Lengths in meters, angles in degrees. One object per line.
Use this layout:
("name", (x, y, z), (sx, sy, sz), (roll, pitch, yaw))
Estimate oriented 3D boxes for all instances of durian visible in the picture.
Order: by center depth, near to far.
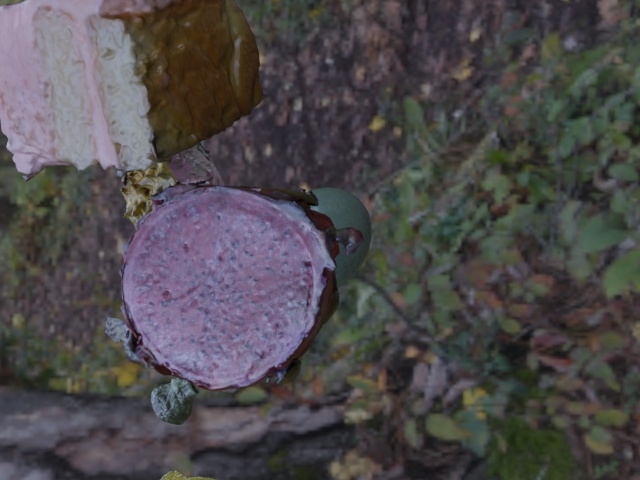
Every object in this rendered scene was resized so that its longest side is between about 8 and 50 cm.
("durian", (-0.290, -0.070, 2.202), (0.196, 0.305, 0.185), (-28, 23, 20))

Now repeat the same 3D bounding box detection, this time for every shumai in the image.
("shumai", (-0.257, 0.286, 2.052), (0.080, 0.082, 0.083), (-39, 84, 41))

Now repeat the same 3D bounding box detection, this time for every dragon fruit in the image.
("dragon fruit", (-0.101, 0.064, 1.576), (0.263, 0.314, 0.296), (6, -87, -83))

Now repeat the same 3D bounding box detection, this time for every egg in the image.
("egg", (0.000, 0.000, 1.984), (0.236, 0.169, 0.169), (-51, -16, -51))

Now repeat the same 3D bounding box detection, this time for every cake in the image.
("cake", (-0.302, -0.272, 1.742), (0.307, 0.314, 0.293), (-1, 107, 33))

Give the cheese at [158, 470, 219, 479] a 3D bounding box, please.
("cheese", (-0.160, 0.450, 1.619), (0.270, 0.177, 0.069), (56, 174, -11))
